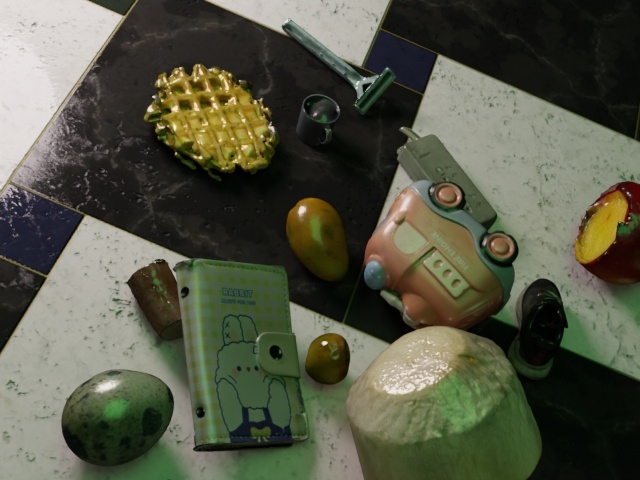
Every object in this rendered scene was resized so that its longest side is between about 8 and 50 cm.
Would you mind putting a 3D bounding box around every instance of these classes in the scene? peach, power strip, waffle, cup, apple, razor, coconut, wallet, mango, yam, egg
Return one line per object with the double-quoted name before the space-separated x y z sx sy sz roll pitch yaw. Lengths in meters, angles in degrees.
"peach" 0.607 -0.015 1.976 0.226 0.196 0.190 -19 31 -31
"power strip" 0.243 -0.129 2.017 0.093 0.053 0.288 -23 67 -30
"waffle" -0.207 -0.245 1.940 0.281 0.060 0.262 24 52 -1
"cup" -0.004 -0.233 1.989 0.078 0.077 0.100 -7 58 -23
"apple" 0.014 0.201 1.679 0.075 0.089 0.089 11 52 4
"razor" 0.026 -0.392 2.134 0.278 0.056 0.111 40 89 18
"coconut" 0.193 0.309 1.552 0.329 0.328 0.328 9 54 -13
"wallet" -0.131 0.187 1.610 0.223 0.077 0.309 11 61 -42
"mango" -0.005 -0.002 1.819 0.111 0.089 0.163 0 64 -20
"yam" -0.267 0.102 1.660 0.084 0.084 0.127 -19 65 -29
"egg" -0.304 0.265 1.494 0.182 0.141 0.141 -19 63 -38

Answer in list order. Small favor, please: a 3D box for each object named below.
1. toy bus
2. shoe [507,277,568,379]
"toy bus" 0.204 0.048 1.805 0.232 0.194 0.287 -39 75 -23
"shoe" 0.421 0.151 1.840 0.099 0.112 0.227 23 53 0
